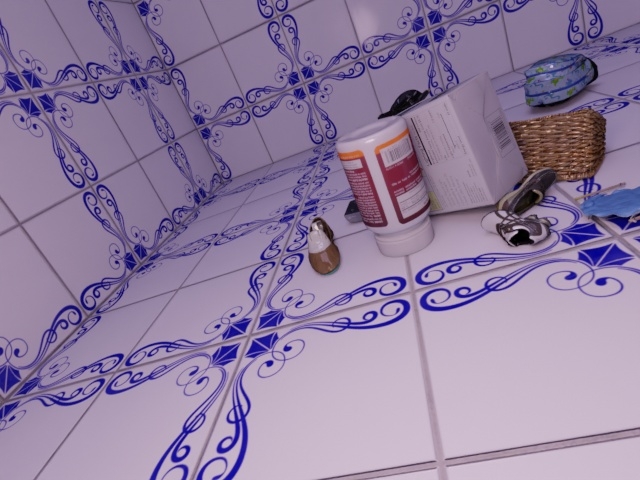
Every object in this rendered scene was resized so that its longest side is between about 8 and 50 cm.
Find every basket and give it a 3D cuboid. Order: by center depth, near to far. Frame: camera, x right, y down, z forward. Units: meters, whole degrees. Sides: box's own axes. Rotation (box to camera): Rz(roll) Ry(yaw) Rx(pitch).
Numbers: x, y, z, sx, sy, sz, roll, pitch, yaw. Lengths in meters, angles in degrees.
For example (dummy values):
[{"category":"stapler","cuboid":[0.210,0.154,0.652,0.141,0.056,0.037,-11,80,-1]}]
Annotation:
[{"category":"basket","cuboid":[0.795,-0.298,1.435,0.213,0.223,0.299,2,-1,-44]}]

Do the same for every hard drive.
[{"category":"hard drive","cuboid":[0.231,-0.146,1.706,0.254,0.054,0.172,-15,23,21]}]

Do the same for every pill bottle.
[{"category":"pill bottle","cuboid":[0.213,-0.162,1.305,0.223,0.393,0.224,-19,22,8]}]

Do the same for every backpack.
[{"category":"backpack","cuboid":[1.133,-0.777,2.029,0.290,0.274,0.356,15,55,47]}]

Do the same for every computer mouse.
[{"category":"computer mouse","cuboid":[0.316,-0.505,1.477,0.262,0.060,0.184,-37,12,-39]}]

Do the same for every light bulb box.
[{"category":"light bulb box","cuboid":[0.412,-0.294,1.389,0.225,0.358,0.361,-35,14,-29]}]

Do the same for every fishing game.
[{"category":"fishing game","cuboid":[0.769,-0.091,1.063,0.189,0.041,0.264,-21,14,7]}]

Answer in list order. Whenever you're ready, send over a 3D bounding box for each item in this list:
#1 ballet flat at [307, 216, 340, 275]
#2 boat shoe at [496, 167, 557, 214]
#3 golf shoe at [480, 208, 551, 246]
[{"category":"ballet flat","cuboid":[0.000,0.000,1.511,0.116,0.124,0.342,-20,22,9]},{"category":"boat shoe","cuboid":[0.637,-0.138,1.258,0.223,0.080,0.073,-33,29,-9]},{"category":"golf shoe","cuboid":[0.512,-0.032,1.135,0.093,0.077,0.198,-35,23,-26]}]
